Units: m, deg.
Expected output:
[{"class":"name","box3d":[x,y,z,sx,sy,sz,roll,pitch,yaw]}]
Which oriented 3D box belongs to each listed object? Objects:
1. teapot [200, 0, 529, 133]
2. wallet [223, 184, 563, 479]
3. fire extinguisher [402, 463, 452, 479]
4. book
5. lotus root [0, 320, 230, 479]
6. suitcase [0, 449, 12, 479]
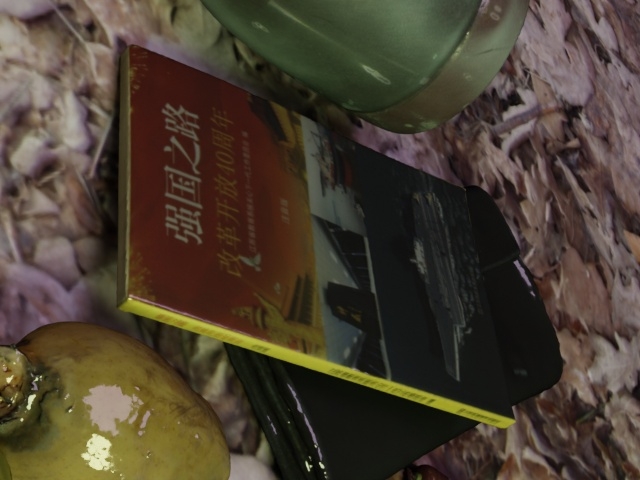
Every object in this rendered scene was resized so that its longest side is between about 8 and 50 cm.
[{"class":"teapot","box3d":[-0.008,-0.282,1.093,0.312,0.233,0.315,24,23,-34]},{"class":"wallet","box3d":[0.078,0.079,1.088,0.406,0.062,0.228,-16,82,-52]},{"class":"fire extinguisher","box3d":[0.114,0.232,1.065,0.132,0.039,0.056,38,12,-29]},{"class":"book","box3d":[0.000,0.000,0.991,0.374,0.028,0.262,21,45,-31]},{"class":"lotus root","box3d":[-0.148,0.120,0.764,0.221,0.118,0.125,39,27,-33]},{"class":"suitcase","box3d":[-0.255,0.184,0.575,0.235,0.143,0.193,14,60,-46]}]
